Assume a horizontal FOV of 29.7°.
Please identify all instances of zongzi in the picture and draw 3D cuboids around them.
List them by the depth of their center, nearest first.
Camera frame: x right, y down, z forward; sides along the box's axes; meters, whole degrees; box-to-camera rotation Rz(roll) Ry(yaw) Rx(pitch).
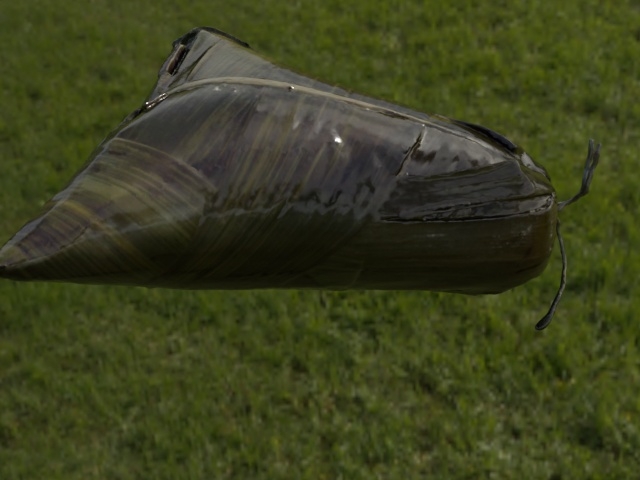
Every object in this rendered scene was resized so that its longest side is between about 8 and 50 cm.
[{"bbox_3d":[0.000,0.000,0.596,0.248,0.111,0.241,19,33,8],"label":"zongzi"}]
